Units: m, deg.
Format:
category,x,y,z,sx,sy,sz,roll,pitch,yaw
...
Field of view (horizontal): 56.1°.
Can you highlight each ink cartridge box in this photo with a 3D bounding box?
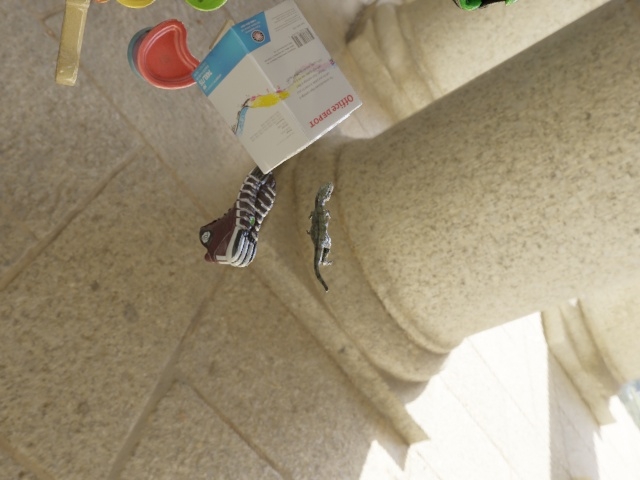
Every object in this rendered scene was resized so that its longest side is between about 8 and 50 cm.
category,x,y,z,sx,sy,sz,roll,pitch,yaw
ink cartridge box,-0.092,-0.325,1.291,0.198,0.197,0.270,-43,101,-38

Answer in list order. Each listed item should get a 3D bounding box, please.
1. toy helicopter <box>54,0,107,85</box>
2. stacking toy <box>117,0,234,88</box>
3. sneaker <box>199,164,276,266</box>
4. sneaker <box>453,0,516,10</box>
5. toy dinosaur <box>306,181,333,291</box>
category,x,y,z,sx,sy,sz,roll,pitch,yaw
toy helicopter,-0.392,-0.418,0.969,0.140,0.355,0.234,7,43,-27
stacking toy,-0.342,-0.526,1.393,0.130,0.280,0.308,36,-37,53
sneaker,-0.219,-0.065,1.468,0.106,0.163,0.281,48,48,-43
sneaker,0.294,-0.565,1.269,0.146,0.344,0.134,-55,131,-13
toy dinosaur,0.000,0.000,1.406,0.118,0.064,0.268,100,-10,-73
